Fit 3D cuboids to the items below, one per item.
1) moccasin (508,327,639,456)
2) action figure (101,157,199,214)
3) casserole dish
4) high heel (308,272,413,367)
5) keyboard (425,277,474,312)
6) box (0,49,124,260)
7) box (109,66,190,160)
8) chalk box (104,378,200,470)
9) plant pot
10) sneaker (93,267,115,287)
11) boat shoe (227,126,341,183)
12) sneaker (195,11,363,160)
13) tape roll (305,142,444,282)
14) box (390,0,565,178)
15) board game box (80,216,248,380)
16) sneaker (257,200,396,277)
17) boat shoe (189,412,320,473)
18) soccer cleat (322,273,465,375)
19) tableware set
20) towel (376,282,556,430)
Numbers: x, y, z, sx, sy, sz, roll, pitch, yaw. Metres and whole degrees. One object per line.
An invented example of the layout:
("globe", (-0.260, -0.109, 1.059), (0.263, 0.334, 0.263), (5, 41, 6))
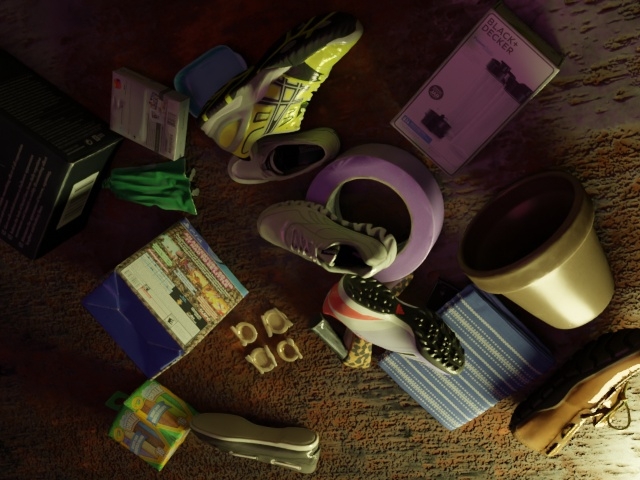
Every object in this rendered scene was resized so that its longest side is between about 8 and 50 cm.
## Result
("moccasin", (0.539, 0.312, 1.733), (0.147, 0.139, 0.380), (38, 121, 2))
("action figure", (-0.391, -0.128, 1.964), (0.232, 0.063, 0.137), (3, 115, 17))
("casserole dish", (-0.222, -0.333, 1.819), (0.188, 0.037, 0.114), (-27, 100, 29))
("high heel", (0.127, 0.173, 1.896), (0.261, 0.093, 0.186), (-33, 122, 17))
("keyboard", (0.317, 0.136, 1.815), (0.180, 0.023, 0.108), (28, 126, 8))
("box", (-0.701, -0.203, 1.972), (0.395, 0.212, 0.293), (35, 121, 4))
("box", (-0.372, -0.274, 1.883), (0.186, 0.038, 0.145), (25, 126, 20))
("chalk box", (-0.440, 0.448, 2.200), (0.213, 0.132, 0.132), (34, 121, 4))
("plant pot", (0.426, 0.037, 1.620), (0.263, 0.263, 0.229), (-31, 117, 30))
("sneaker", (-0.432, 0.139, 2.083), (0.229, 0.092, 0.087), (14, 115, 15))
("boat shoe", (-0.087, -0.166, 1.807), (0.268, 0.088, 0.096), (-7, 110, 25))
("sneaker", (-0.063, -0.305, 1.715), (0.385, 0.145, 0.147), (-32, 114, 25))
("tape roll", (0.109, -0.055, 1.777), (0.275, 0.090, 0.274), (8, 116, 18))
("box", (0.285, -0.276, 1.606), (0.169, 0.087, 0.290), (43, 121, -1))
("board game box", (-0.337, 0.123, 1.919), (0.141, 0.291, 0.232), (-37, 94, 32))
("sneaker", (0.000, 0.000, 1.727), (0.292, 0.118, 0.110), (15, 119, 17))
("boat shoe", (-0.165, 0.500, 2.123), (0.335, 0.112, 0.095), (6, 110, 16))
("soccer cleat", (0.152, 0.182, 1.781), (0.318, 0.108, 0.116), (33, 136, -11))
("tableware set", (-0.123, 0.237, 2.041), (0.169, 0.020, 0.141), (-24, 101, 30))
("towel", (0.304, 0.252, 1.853), (0.243, 0.040, 0.336), (44, 128, -2))
